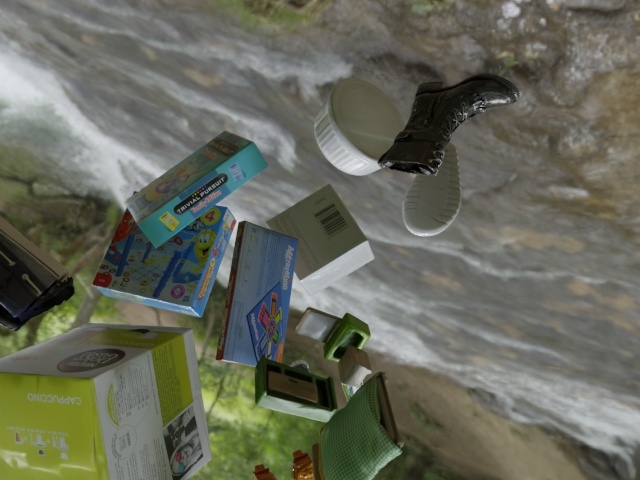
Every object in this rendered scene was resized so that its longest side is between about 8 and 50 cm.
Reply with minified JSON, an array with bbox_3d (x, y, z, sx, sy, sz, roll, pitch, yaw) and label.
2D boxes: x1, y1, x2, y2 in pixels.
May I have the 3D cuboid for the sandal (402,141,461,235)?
[{"bbox_3d":[0.358,-0.154,1.957,0.169,0.416,0.102,17,143,7],"label":"sandal"}]

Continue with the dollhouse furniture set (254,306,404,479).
[{"bbox_3d":[0.000,0.272,1.047,0.151,0.301,0.197,22,116,-19],"label":"dollhouse furniture set"}]

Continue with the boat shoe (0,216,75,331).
[{"bbox_3d":[-0.702,0.050,1.312,0.341,0.158,0.127,30,129,8],"label":"boat shoe"}]

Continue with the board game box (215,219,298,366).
[{"bbox_3d":[-0.124,0.113,1.267,0.145,0.281,0.027,20,160,-37],"label":"board game box"}]

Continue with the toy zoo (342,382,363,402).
[{"bbox_3d":[0.081,0.364,1.706,0.030,0.192,0.293,-13,126,-7],"label":"toy zoo"}]

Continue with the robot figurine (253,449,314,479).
[{"bbox_3d":[-0.073,0.667,1.522,0.211,0.291,0.085,-13,-159,-21],"label":"robot figurine"}]

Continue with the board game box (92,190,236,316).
[{"bbox_3d":[-0.429,0.032,1.733,0.308,0.301,0.086,10,157,16],"label":"board game box"}]

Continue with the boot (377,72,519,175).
[{"bbox_3d":[0.267,-0.229,1.307,0.263,0.229,0.091,3,149,40],"label":"boot"}]

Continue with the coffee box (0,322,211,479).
[{"bbox_3d":[-0.496,0.397,1.408,0.338,0.338,0.334,-2,-171,25],"label":"coffee box"}]

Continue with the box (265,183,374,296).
[{"bbox_3d":[0.000,0.000,1.453,0.182,0.181,0.119,-32,153,-1],"label":"box"}]

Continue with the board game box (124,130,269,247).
[{"bbox_3d":[-0.323,-0.142,1.581,0.079,0.336,0.254,57,168,-27],"label":"board game box"}]

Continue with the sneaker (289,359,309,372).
[{"bbox_3d":[-0.107,0.439,1.957,0.065,0.166,0.076,58,174,-20],"label":"sneaker"}]

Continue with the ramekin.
[{"bbox_3d":[0.104,-0.306,1.749,0.273,0.272,0.127,27,143,-25],"label":"ramekin"}]
